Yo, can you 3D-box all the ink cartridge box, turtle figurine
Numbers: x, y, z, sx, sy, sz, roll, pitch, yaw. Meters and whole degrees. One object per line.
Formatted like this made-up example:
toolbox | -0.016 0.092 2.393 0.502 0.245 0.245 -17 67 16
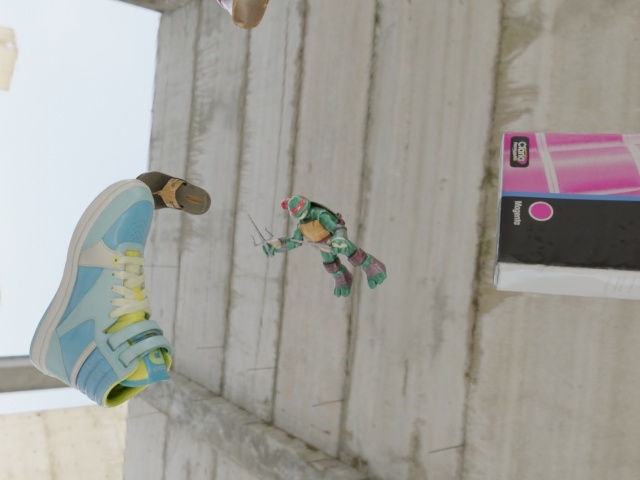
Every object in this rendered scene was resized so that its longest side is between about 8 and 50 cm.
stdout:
ink cartridge box | 0.370 -0.024 0.649 0.371 0.069 0.175 4 -122 12
turtle figurine | 0.000 0.000 1.080 0.175 0.234 0.118 -5 -131 52

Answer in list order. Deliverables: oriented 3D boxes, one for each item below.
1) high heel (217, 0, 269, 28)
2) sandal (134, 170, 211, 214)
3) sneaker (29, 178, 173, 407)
high heel | -0.052 -0.357 0.688 0.244 0.082 0.117 -65 -147 34
sandal | -0.329 -0.100 1.445 0.060 0.219 0.089 8 -96 43
sneaker | -0.267 0.087 0.906 0.208 0.127 0.319 28 -80 26
